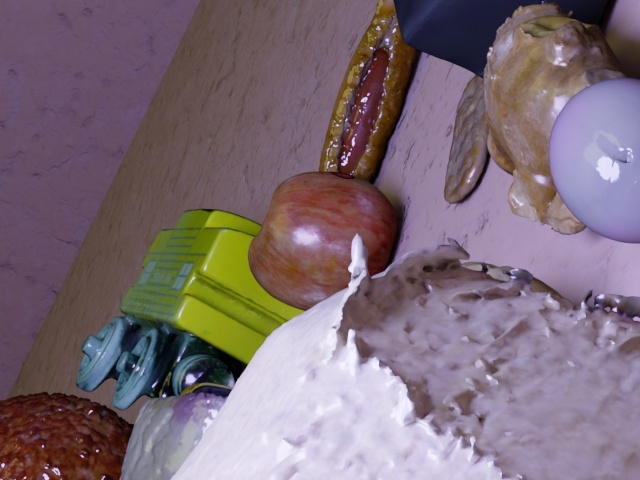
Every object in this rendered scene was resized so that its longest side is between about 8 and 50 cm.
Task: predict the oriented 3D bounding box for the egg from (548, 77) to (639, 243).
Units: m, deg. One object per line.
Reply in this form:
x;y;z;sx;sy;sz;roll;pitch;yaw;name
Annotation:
0.203;-0.054;1.106;0.103;0.103;0.135;-62;21;21;egg

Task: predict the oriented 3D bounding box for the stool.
0.166;-0.251;1.427;0.232;0.141;0.232;-59;17;31;stool

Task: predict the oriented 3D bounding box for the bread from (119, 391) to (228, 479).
-0.111;0.311;1.491;0.187;0.155;0.338;-15;63;61;bread

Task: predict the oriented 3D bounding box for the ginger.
0.176;-0.102;1.271;0.216;0.102;0.157;-119;25;-64;ginger

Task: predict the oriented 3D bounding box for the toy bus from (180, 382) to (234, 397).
-0.133;0.311;1.671;0.151;0.145;0.331;-17;53;69;toy bus

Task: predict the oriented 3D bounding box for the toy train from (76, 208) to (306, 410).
-0.144;0.099;1.964;0.272;0.179;0.442;-62;15;-8;toy train

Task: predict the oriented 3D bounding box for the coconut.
0.071;0.205;0.746;0.360;0.346;0.346;-63;14;-17;coconut

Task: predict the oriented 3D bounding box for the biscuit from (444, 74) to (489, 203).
0.139;-0.098;1.541;0.071;0.018;0.147;133;154;-56;biscuit

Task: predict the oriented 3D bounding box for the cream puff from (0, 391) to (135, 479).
-0.299;0.289;1.912;0.350;0.350;0.229;-179;100;-74;cream puff

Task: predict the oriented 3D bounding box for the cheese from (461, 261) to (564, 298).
0.106;0.129;1.183;0.214;0.117;0.226;172;114;-79;cheese

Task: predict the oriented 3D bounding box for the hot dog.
0.050;-0.134;1.805;0.083;0.068;0.289;37;-111;-82;hot dog

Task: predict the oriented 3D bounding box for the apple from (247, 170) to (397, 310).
0.000;0.000;1.669;0.146;0.131;0.146;-160;90;-80;apple
